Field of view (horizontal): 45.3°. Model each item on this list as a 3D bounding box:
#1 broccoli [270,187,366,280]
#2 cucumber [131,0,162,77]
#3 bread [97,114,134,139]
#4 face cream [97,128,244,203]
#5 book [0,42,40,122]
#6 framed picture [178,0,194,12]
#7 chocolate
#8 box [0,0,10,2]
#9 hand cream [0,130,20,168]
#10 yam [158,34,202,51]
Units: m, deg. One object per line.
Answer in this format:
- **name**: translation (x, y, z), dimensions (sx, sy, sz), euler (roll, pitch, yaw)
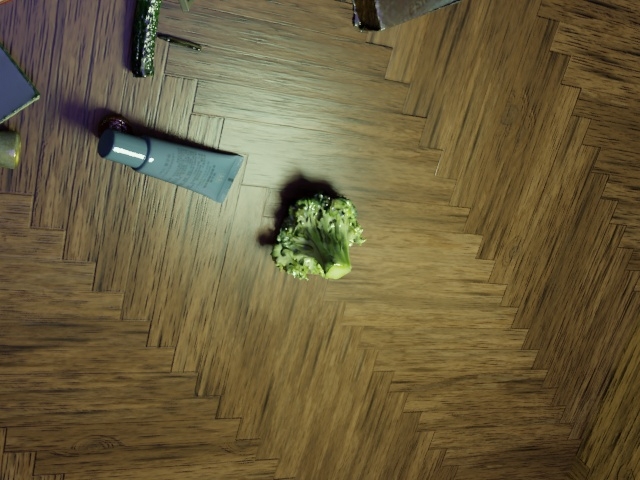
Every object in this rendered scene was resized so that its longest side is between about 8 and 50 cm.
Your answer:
- **broccoli**: translation (0.000, 0.000, 2.018), dimensions (0.262, 0.243, 0.247), euler (-12, 133, -13)
- **cucumber**: translation (-0.393, -0.456, 1.719), dimensions (0.058, 0.058, 0.187), euler (1, 116, -25)
- **bread**: translation (-0.475, -0.250, 1.784), dimensions (0.084, 0.053, 0.085), euler (-11, 119, -20)
- **face cream**: translation (-0.351, -0.185, 1.840), dimensions (0.385, 0.086, 0.136), euler (14, 109, -47)
- **book**: translation (-0.807, -0.297, 1.568), dimensions (0.371, 0.043, 0.260), euler (-38, 113, -12)
- **framed picture**: translation (-0.283, -0.609, 1.570), dimensions (0.019, 0.281, 0.209), euler (-10, 124, 10)
- **chocolate**: translation (0.238, -0.605, 1.902), dimensions (0.321, 0.112, 0.112), euler (-22, 120, -14)
- **box**: translation (-0.685, -0.541, 1.490), dimensions (0.133, 0.099, 0.182), euler (-22, 109, -13)
- **hand cream**: translation (-0.761, -0.207, 1.668), dimensions (0.203, 0.084, 0.084), euler (5, 113, -18)
- **yam**: translation (-0.324, -0.457, 1.772), dimensions (0.107, 0.014, 0.014), euler (11, 110, -28)
